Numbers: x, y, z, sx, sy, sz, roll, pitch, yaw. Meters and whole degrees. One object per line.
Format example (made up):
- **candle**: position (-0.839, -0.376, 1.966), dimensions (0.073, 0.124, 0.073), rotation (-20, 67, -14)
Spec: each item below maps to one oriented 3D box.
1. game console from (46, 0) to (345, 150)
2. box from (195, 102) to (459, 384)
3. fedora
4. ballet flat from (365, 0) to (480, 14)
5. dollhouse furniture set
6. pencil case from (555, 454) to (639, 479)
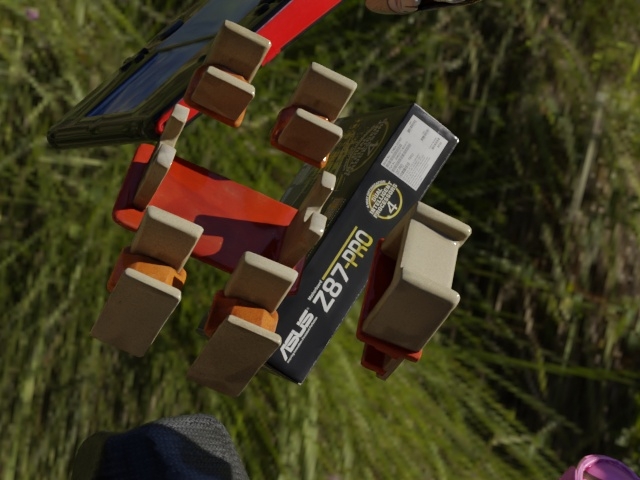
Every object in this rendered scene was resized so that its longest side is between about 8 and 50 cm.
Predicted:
- **game console**: position (-0.147, -0.228, 1.518), dimensions (0.342, 0.060, 0.386), rotation (-41, 20, -22)
- **box**: position (0.000, 0.000, 1.775), dimensions (0.097, 0.395, 0.318), rotation (35, -9, -15)
- **fedora**: position (-0.164, 0.262, 1.272), dimensions (0.334, 0.153, 0.334), rotation (-11, -17, -3)
- **ballet flat**: position (0.141, -0.331, 1.692), dimensions (0.168, 0.057, 0.052), rotation (-9, 27, 7)
- **dollhouse furniture set**: position (-0.030, 0.005, 0.969), dimensions (0.259, 0.135, 0.262), rotation (24, 50, -11)
- **pencil case**: position (0.156, 0.252, 0.918), dimensions (0.098, 0.209, 0.095), rotation (49, 31, 15)
